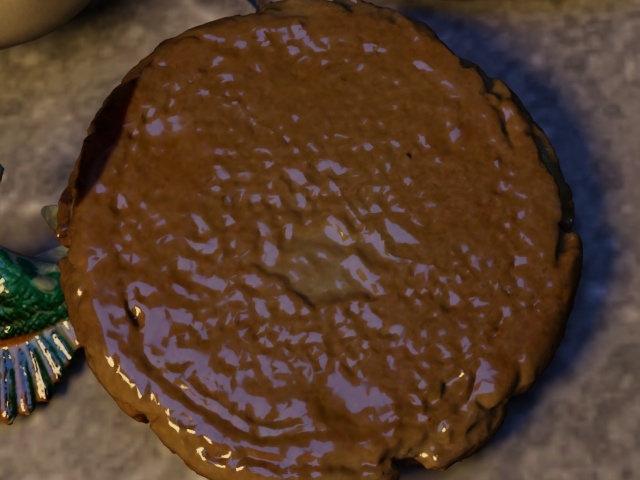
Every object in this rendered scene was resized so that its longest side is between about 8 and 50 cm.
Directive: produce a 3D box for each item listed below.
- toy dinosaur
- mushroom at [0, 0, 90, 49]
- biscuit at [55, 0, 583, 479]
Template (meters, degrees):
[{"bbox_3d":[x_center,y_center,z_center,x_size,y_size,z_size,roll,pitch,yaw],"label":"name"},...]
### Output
[{"bbox_3d":[-0.129,0.030,0.706,0.187,0.044,0.106,25,73,-2],"label":"toy dinosaur"},{"bbox_3d":[-0.165,-0.219,0.726,0.254,0.234,0.260,-11,63,5],"label":"mushroom"},{"bbox_3d":[0.000,0.000,0.690,0.226,0.042,0.226,3,65,-5],"label":"biscuit"}]
